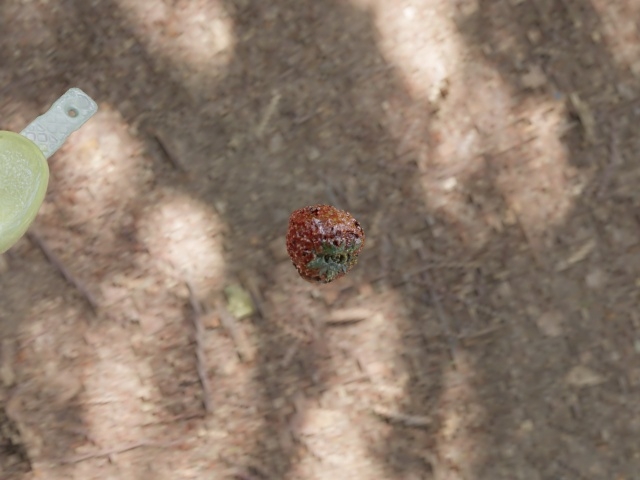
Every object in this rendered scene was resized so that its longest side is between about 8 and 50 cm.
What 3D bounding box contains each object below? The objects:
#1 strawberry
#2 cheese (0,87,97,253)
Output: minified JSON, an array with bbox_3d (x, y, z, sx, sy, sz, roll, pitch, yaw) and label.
[{"bbox_3d":[0.000,0.000,1.655,0.083,0.096,0.083,-18,122,-31],"label":"strawberry"},{"bbox_3d":[-0.334,-0.091,1.781,0.127,0.050,0.255,38,50,-1],"label":"cheese"}]
